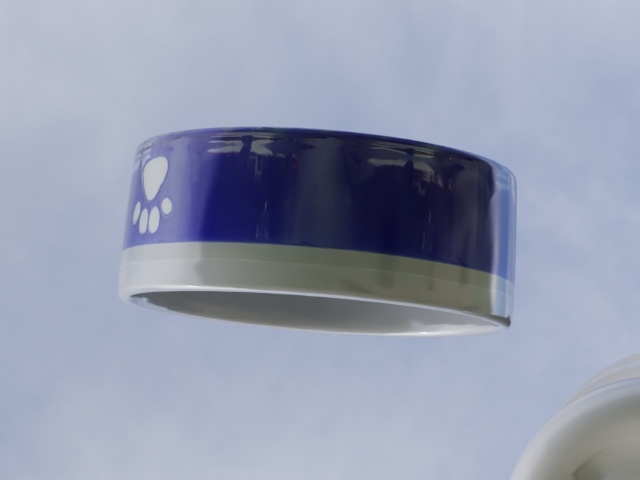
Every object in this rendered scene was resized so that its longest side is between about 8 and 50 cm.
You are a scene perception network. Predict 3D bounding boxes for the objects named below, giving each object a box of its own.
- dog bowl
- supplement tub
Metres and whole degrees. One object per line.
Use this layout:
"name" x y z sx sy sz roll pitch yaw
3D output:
"dog bowl" 0.000 0.000 1.220 0.265 0.265 0.104 8 -98 -26
"supplement tub" 0.285 0.214 1.470 0.241 0.331 0.241 1 -87 15
